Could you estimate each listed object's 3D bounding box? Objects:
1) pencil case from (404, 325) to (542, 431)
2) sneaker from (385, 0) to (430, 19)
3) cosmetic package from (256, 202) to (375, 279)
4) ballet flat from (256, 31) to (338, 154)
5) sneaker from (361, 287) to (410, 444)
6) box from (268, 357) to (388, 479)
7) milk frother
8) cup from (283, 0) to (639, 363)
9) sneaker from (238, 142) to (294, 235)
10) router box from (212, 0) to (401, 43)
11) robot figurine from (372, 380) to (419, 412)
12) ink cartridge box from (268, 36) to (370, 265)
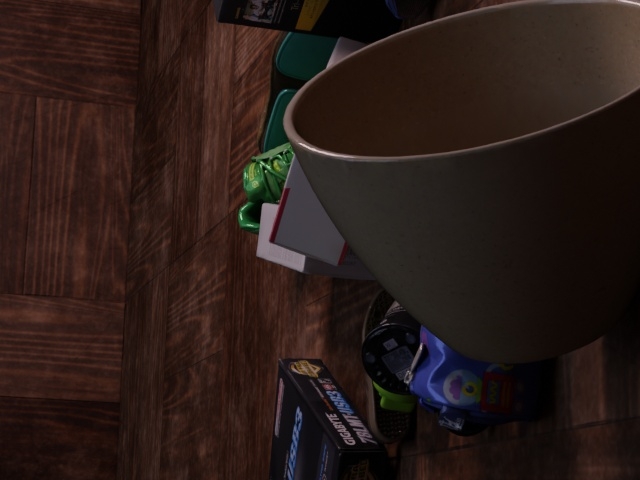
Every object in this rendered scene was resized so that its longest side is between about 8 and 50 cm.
[{"bbox_3d":[0.158,0.033,1.473,0.119,0.133,0.306,102,173,-85],"label":"pencil case"},{"bbox_3d":[0.128,-0.342,1.770,0.221,0.083,0.087,112,151,-47],"label":"sneaker"},{"bbox_3d":[0.000,0.000,2.009,0.231,0.117,0.085,-170,87,-74],"label":"cosmetic package"},{"bbox_3d":[-0.018,-0.257,2.187,0.342,0.116,0.124,107,171,-47],"label":"ballet flat"},{"bbox_3d":[0.074,0.152,1.811,0.071,0.066,0.188,138,136,-73],"label":"sneaker"},{"bbox_3d":[-0.003,0.342,1.966,0.293,0.073,0.295,-132,46,-65],"label":"box"},{"bbox_3d":[0.132,0.122,1.603,0.135,0.129,0.143,-48,-56,-58],"label":"milk frother"},{"bbox_3d":[0.160,-0.038,1.270,0.331,0.331,0.237,-126,17,-65],"label":"cup"},{"bbox_3d":[-0.045,-0.088,2.166,0.295,0.124,0.109,117,153,-48],"label":"sneaker"},{"bbox_3d":[0.015,-0.400,1.870,0.081,0.243,0.308,-103,26,-45],"label":"router box"},{"bbox_3d":[0.100,0.141,1.728,0.101,0.067,0.115,-91,14,-62],"label":"robot figurine"},{"bbox_3d":[0.025,-0.114,1.854,0.237,0.100,0.172,-70,-1,-50],"label":"ink cartridge box"}]
